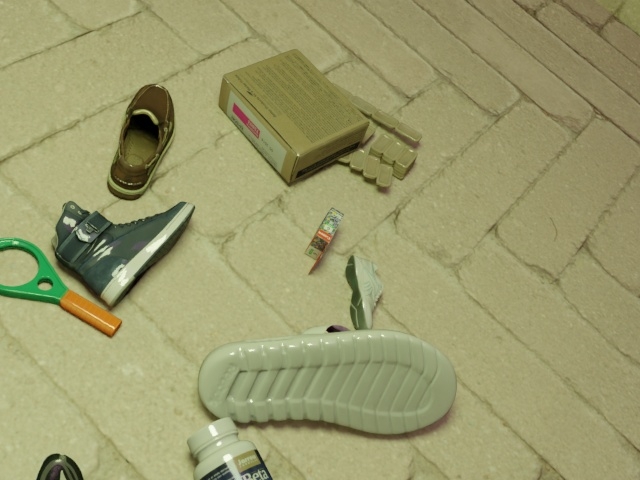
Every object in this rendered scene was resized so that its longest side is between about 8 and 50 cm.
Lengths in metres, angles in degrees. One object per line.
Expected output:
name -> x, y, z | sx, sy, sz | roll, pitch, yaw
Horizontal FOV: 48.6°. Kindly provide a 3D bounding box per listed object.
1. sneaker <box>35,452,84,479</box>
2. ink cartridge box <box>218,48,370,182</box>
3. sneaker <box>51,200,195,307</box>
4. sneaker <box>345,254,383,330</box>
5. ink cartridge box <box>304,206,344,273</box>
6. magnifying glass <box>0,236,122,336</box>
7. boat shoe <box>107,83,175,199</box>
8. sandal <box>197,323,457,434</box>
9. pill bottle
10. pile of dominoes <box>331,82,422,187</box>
sneaker -> -0.320, 0.350, 0.858 | 0.067, 0.078, 0.188 | 9, 53, -19
ink cartridge box -> -0.054, -0.248, 1.382 | 0.193, 0.088, 0.234 | -30, 69, -32
sneaker -> -0.316, -0.024, 1.121 | 0.163, 0.086, 0.226 | 38, 51, 1
sneaker -> 0.084, 0.093, 1.241 | 0.061, 0.053, 0.152 | 12, 52, -20
ink cartridge box -> 0.000, 0.000, 1.262 | 0.029, 0.063, 0.115 | 31, 50, -2
magnifying glass -> -0.402, 0.073, 1.057 | 0.231, 0.026, 0.092 | 30, 50, 0
boat shoe -> -0.302, -0.194, 1.242 | 0.095, 0.095, 0.257 | 14, 52, -15
sandal -> 0.018, 0.199, 1.098 | 0.416, 0.169, 0.102 | 8, 14, -19
pill bottle -> -0.113, 0.330, 0.955 | 0.094, 0.094, 0.169 | -18, 66, -33
pile of dominoes -> 0.077, -0.212, 1.480 | 0.251, 0.040, 0.196 | 32, 51, 11
